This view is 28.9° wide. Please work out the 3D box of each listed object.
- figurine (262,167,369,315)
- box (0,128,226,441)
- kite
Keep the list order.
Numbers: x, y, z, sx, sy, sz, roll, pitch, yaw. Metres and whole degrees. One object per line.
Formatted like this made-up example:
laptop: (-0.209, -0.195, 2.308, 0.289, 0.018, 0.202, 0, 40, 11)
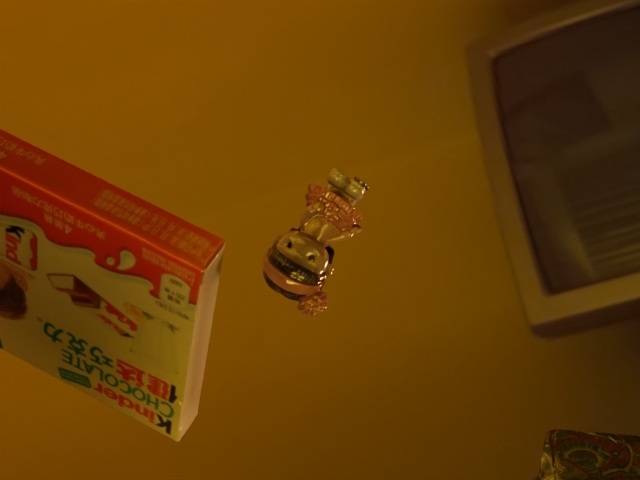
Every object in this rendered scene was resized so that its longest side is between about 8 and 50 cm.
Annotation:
figurine: (0.000, 0.000, 1.116, 0.072, 0.129, 0.054, 32, 173, -1)
box: (-0.225, 0.040, 1.134, 0.048, 0.273, 0.265, -56, -15, -41)
kite: (0.344, 0.220, 1.126, 0.152, 0.285, 0.015, -84, -14, -55)
